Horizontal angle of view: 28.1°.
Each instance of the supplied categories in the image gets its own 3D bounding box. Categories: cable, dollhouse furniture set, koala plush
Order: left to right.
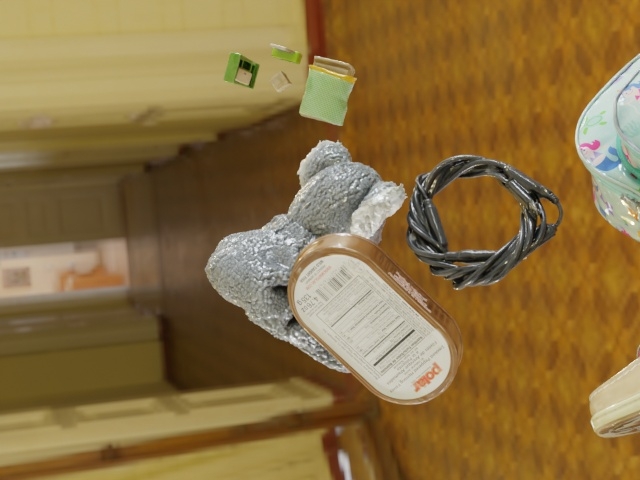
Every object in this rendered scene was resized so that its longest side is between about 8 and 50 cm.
[{"bbox_3d":[-0.037,-0.197,1.570,0.058,0.151,0.076,7,-81,-69],"label":"dollhouse furniture set"},{"bbox_3d":[0.000,0.000,1.476,0.221,0.203,0.196,-55,36,7],"label":"koala plush"},{"bbox_3d":[0.165,-0.023,1.389,0.184,0.150,0.047,38,175,42],"label":"cable"}]

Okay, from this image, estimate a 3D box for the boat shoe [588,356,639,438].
[{"bbox_3d":[0.348,0.061,1.085,0.098,0.302,0.109,59,-172,23],"label":"boat shoe"}]

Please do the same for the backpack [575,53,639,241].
[{"bbox_3d":[0.373,-0.090,1.215,0.253,0.225,0.191,34,165,46],"label":"backpack"}]

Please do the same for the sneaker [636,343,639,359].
[{"bbox_3d":[0.402,0.132,1.417,0.112,0.299,0.121,28,98,28],"label":"sneaker"}]

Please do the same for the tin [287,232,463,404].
[{"bbox_3d":[0.051,0.077,1.210,0.106,0.189,0.040,-44,7,28],"label":"tin"}]
